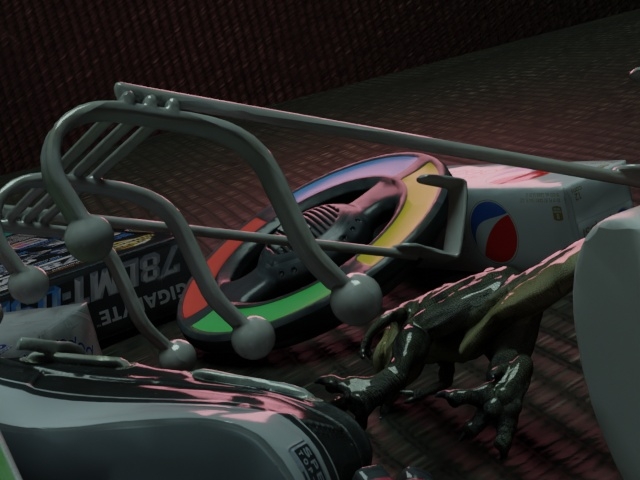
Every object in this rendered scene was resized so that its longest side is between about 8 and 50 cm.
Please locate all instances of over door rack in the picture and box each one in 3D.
[{"bbox_3d":[0.000,0.000,0.616,0.324,0.108,0.239,-6,-8,-27],"label":"over door rack"}]

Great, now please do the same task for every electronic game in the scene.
[{"bbox_3d":[-0.005,0.005,0.909,0.229,0.048,0.229,-26,22,12],"label":"electronic game"}]

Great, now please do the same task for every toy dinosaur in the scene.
[{"bbox_3d":[0.074,0.048,0.584,0.118,0.064,0.268,-42,9,-36],"label":"toy dinosaur"}]

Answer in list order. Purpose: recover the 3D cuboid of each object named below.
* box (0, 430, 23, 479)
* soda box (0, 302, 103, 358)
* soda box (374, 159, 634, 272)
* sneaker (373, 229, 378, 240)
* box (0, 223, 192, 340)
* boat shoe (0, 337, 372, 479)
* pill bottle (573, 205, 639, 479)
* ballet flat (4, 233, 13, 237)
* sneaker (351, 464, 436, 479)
[{"bbox_3d":[-0.255,0.141,0.417,0.322,0.059,0.232,-19,46,-21],"label":"box"},{"bbox_3d":[-0.268,0.108,0.755,0.286,0.091,0.098,-8,14,24],"label":"soda box"},{"bbox_3d":[0.134,-0.018,0.948,0.073,0.069,0.216,-22,14,-35],"label":"soda box"},{"bbox_3d":[0.051,-0.019,1.106,0.076,0.065,0.166,-26,3,21],"label":"sneaker"},{"bbox_3d":[-0.297,0.059,1.060,0.295,0.073,0.293,-21,15,-34],"label":"box"},{"bbox_3d":[-0.126,0.100,0.596,0.306,0.113,0.105,-5,8,23],"label":"boat shoe"},{"bbox_3d":[0.245,0.017,0.444,0.278,0.162,0.162,-15,12,-11],"label":"pill bottle"},{"bbox_3d":[-0.400,0.049,1.226,0.248,0.086,0.086,-22,15,-32],"label":"ballet flat"},{"bbox_3d":[-0.045,0.158,0.252,0.299,0.121,0.112,-29,49,-28],"label":"sneaker"}]
